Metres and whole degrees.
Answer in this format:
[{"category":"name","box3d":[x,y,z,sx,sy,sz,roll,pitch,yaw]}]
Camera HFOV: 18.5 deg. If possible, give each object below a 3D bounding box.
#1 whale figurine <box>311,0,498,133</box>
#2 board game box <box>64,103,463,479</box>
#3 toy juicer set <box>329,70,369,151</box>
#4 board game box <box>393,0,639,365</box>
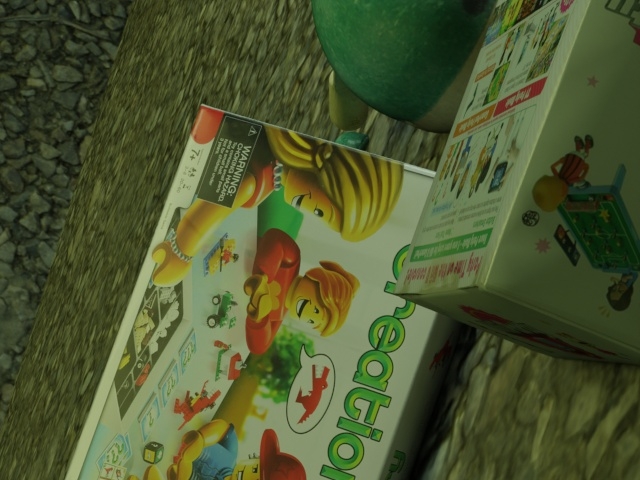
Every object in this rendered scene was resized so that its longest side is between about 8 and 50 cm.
[{"category":"whale figurine","box3d":[0.085,-0.205,1.208,0.216,0.141,0.272,-157,88,-77]},{"category":"board game box","box3d":[-0.032,0.089,1.156,0.053,0.193,0.305,29,-101,-64]},{"category":"toy juicer set","box3d":[0.000,0.000,1.399,0.329,0.089,0.209,-66,-7,7]},{"category":"board game box","box3d":[0.141,-0.101,0.878,0.224,0.097,0.303,165,127,-83]}]
